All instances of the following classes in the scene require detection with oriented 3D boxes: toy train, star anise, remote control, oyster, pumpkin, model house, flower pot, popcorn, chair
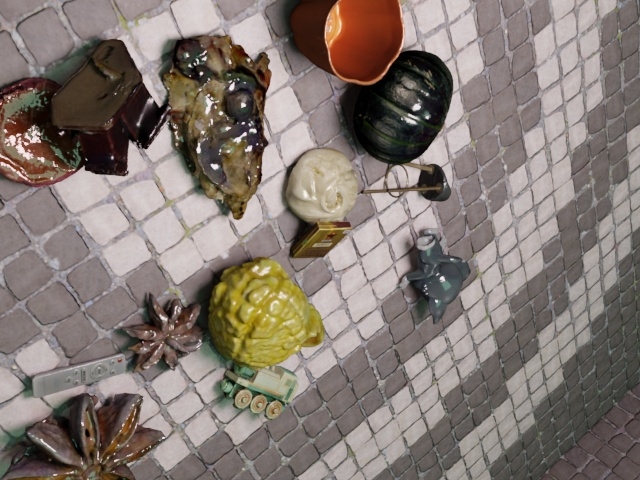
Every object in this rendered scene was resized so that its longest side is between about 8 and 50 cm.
[{"bbox_3d":[-0.145,0.343,1.583,0.194,0.081,0.125,33,80,-39],"label":"toy train"},{"bbox_3d":[-0.478,0.433,1.359,0.331,0.117,0.332,-24,132,-29],"label":"star anise"},{"bbox_3d":[-0.480,0.264,1.333,0.184,0.027,0.050,-10,119,-37],"label":"remote control"},{"bbox_3d":[-0.190,-0.203,1.273,0.221,0.096,0.361,-4,112,-27],"label":"oyster"},{"bbox_3d":[0.171,-0.290,1.428,0.250,0.216,0.250,-45,162,-18],"label":"pumpkin"},{"bbox_3d":[-0.325,0.200,1.386,0.195,0.065,0.182,-52,131,-1],"label":"star anise"},{"bbox_3d":[-0.346,-0.203,1.119,0.203,0.141,0.164,-56,165,-27],"label":"model house"},{"bbox_3d":[0.040,-0.407,1.281,0.190,0.173,0.191,-16,122,-28],"label":"flower pot"},{"bbox_3d":[-0.129,0.174,1.450,0.225,0.174,0.286,-36,138,-3],"label":"popcorn"},{"bbox_3d":[0.213,-0.145,1.592,0.221,0.104,0.095,3,93,-34],"label":"chair"}]

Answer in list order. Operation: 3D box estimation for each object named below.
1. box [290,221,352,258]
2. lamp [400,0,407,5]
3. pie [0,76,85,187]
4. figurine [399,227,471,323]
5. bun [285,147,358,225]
[{"bbox_3d":[0.000,0.000,1.501,0.090,0.023,0.133,-3,152,-35],"label":"box"},{"bbox_3d":[0.122,-0.482,1.373,0.091,0.091,0.163,10,121,-39],"label":"lamp"},{"bbox_3d":[-0.465,-0.176,1.110,0.182,0.049,0.182,-12,113,-30],"label":"pie"},{"bbox_3d":[0.308,0.065,1.734,0.193,0.140,0.265,-52,157,-27],"label":"figurine"},{"bbox_3d":[0.017,-0.111,1.457,0.183,0.102,0.183,-17,119,-32],"label":"bun"}]
